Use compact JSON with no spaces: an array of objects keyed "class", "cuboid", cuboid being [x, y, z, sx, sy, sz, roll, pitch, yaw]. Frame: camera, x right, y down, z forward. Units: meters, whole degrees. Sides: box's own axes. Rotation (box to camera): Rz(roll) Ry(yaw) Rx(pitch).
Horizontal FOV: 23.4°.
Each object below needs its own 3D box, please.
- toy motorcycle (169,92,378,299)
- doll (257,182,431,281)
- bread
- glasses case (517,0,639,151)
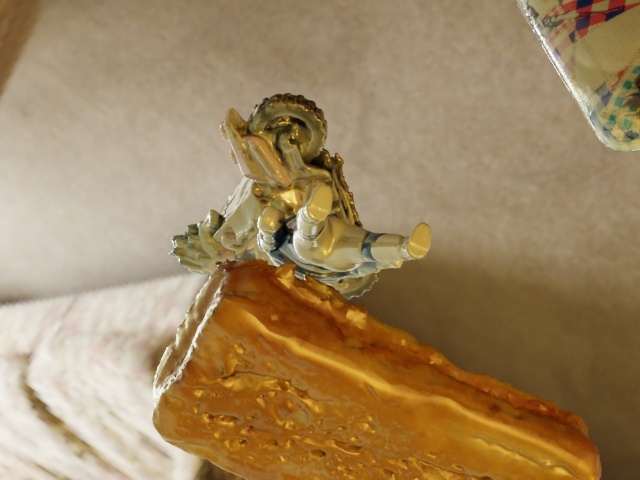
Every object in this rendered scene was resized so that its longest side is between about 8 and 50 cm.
[{"class":"toy motorcycle","cuboid":[-0.064,-0.024,1.516,0.204,0.108,0.239,-13,110,13]},{"class":"doll","cuboid":[0.000,0.000,1.170,0.114,0.057,0.227,15,166,-14]},{"class":"bread","cuboid":[0.036,0.110,0.950,0.271,0.139,0.077,25,-158,-12]},{"class":"glasses case","cuboid":[0.252,-0.180,1.308,0.076,0.125,0.327,58,-170,-33]}]
